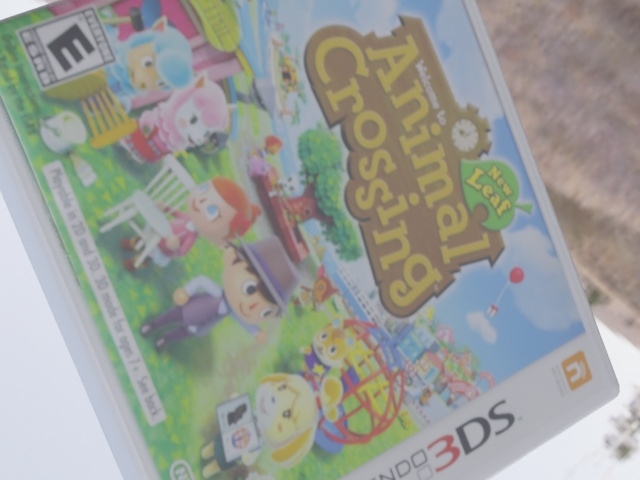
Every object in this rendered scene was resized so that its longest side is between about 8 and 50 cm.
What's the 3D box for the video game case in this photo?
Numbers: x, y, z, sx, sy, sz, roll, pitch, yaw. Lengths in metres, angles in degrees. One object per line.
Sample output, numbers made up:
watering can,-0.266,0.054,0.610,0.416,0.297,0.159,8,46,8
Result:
video game case,0.000,0.000,0.469,0.023,0.193,0.212,-9,105,60
